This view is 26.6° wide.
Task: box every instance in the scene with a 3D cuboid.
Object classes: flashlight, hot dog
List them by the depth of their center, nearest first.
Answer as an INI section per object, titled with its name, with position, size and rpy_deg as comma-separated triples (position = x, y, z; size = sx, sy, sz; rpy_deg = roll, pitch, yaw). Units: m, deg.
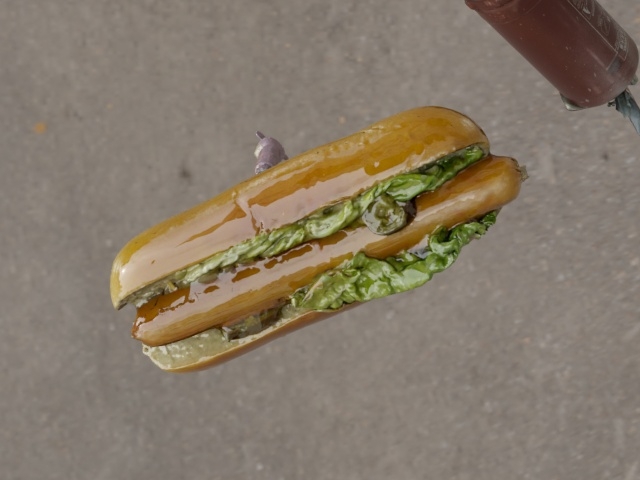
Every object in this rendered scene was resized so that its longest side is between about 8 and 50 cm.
[hot dog]
position = 0.000, 0.000, 1.049
size = 0.337, 0.100, 0.135
rpy_deg = -24, 114, 5
[flashlight]
position = -0.061, -0.090, 1.538
size = 0.052, 0.110, 0.031
rpy_deg = 41, 109, -13

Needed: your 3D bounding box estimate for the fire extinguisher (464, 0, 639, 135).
[fire extinguisher]
position = 0.252, -0.206, 1.386
size = 0.104, 0.269, 0.105
rpy_deg = -26, 46, 31
